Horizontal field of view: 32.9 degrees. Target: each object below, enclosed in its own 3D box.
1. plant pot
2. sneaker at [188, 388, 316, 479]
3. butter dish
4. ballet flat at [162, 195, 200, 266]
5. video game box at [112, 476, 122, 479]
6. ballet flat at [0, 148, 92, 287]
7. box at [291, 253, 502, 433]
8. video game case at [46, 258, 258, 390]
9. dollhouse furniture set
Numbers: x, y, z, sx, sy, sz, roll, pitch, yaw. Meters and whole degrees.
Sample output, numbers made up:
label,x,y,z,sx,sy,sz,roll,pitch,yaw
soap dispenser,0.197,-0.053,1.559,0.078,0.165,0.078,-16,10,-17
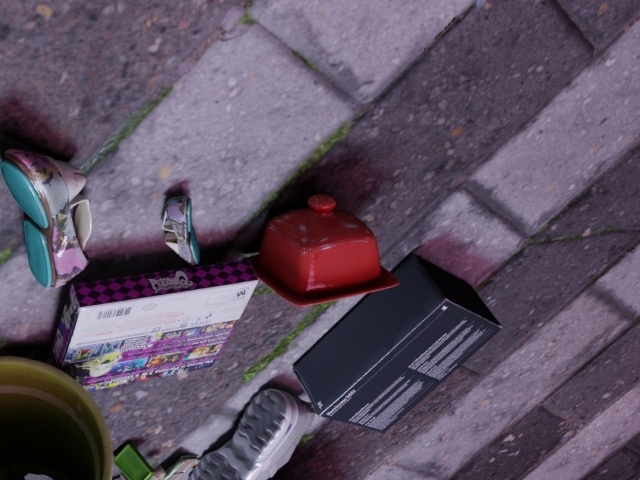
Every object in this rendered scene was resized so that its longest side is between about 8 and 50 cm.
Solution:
label,x,y,z,sx,sy,sz,roll,pitch,yaw
plant pot,-0.386,0.320,1.337,0.276,0.276,0.254,-20,154,-17
sneaker,-0.101,0.350,1.685,0.115,0.105,0.281,14,124,-48
butter dish,0.000,0.000,1.350,0.160,0.160,0.118,-11,115,-29
ballet flat,-0.167,-0.011,1.287,0.041,0.041,0.114,-21,142,-16
video game box,-0.377,0.461,1.654,0.187,0.048,0.205,-19,141,-21
ballet flat,-0.283,-0.034,1.149,0.079,0.077,0.221,-37,153,-27
box,0.116,0.162,1.636,0.261,0.103,0.184,-44,145,15
video game case,-0.215,0.111,1.354,0.232,0.042,0.210,-8,147,-30
dollhouse furniture set,-0.252,0.339,1.629,0.076,0.058,0.151,-47,161,6
